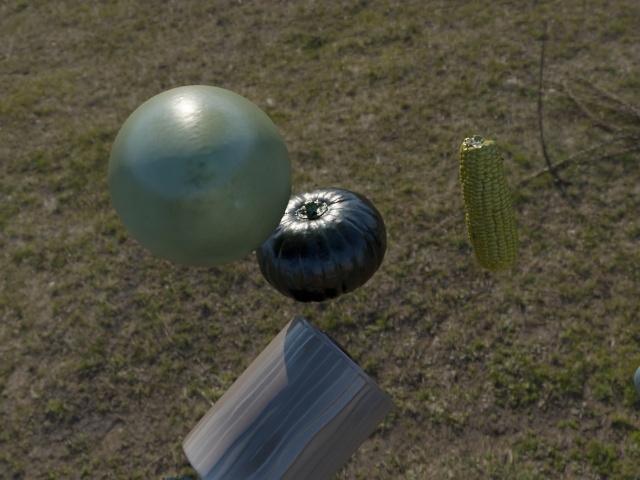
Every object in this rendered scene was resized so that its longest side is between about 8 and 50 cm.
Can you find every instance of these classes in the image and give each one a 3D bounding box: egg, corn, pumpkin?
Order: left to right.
[{"bbox_3d":[-0.140,-0.075,0.751,0.218,0.218,0.295,-18,8,-7],"label":"egg"},{"bbox_3d":[0.000,0.000,0.934,0.202,0.140,0.202,-7,33,5],"label":"pumpkin"},{"bbox_3d":[0.233,-0.045,0.878,0.067,0.206,0.067,-13,25,6],"label":"corn"}]

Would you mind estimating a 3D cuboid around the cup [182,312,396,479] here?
[{"bbox_3d":[-0.044,0.278,0.989,0.208,0.288,0.273,42,80,8],"label":"cup"}]

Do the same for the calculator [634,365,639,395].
[{"bbox_3d":[0.408,0.185,0.633,0.188,0.303,0.042,34,88,25],"label":"calculator"}]

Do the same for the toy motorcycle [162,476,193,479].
[{"bbox_3d":[-0.182,0.308,0.518,0.260,0.154,0.206,0,61,-20],"label":"toy motorcycle"}]
